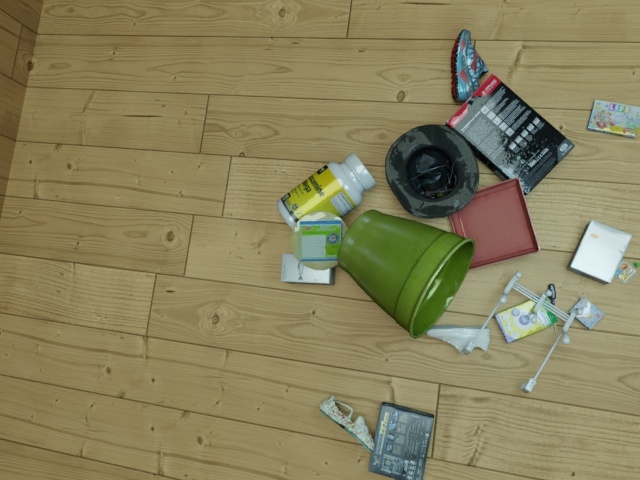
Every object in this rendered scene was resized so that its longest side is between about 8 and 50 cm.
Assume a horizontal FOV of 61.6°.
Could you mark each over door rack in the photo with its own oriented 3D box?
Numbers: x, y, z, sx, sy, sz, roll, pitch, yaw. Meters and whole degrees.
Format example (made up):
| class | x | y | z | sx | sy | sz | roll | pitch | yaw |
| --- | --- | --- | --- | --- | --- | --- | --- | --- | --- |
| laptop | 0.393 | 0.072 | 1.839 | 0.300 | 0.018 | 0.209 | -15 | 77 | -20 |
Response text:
| class | x | y | z | sx | sy | sz | roll | pitch | yaw |
| --- | --- | --- | --- | --- | --- | --- | --- | --- | --- |
| over door rack | 0.644 | 0.291 | 1.705 | 0.240 | 0.108 | 0.324 | 34 | 88 | 13 |

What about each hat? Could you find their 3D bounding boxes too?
| class | x | y | z | sx | sy | sz | roll | pitch | yaw |
| --- | --- | --- | --- | --- | --- | --- | --- | --- | --- |
| hat | 0.393 | -0.234 | 1.880 | 0.332 | 0.134 | 0.331 | -1 | 88 | 16 |

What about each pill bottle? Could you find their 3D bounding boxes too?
| class | x | y | z | sx | sy | sz | roll | pitch | yaw |
| --- | --- | --- | --- | --- | --- | --- | --- | --- | --- |
| pill bottle | 0.024 | -0.159 | 1.924 | 0.334 | 0.188 | 0.187 | -36 | 76 | 6 |

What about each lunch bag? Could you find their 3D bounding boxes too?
| class | x | y | z | sx | sy | sz | roll | pitch | yaw |
| --- | --- | --- | --- | --- | --- | --- | --- | --- | --- |
| lunch bag | 0.864 | 0.235 | 1.747 | 0.083 | 0.053 | 0.071 | 41 | 95 | 5 |

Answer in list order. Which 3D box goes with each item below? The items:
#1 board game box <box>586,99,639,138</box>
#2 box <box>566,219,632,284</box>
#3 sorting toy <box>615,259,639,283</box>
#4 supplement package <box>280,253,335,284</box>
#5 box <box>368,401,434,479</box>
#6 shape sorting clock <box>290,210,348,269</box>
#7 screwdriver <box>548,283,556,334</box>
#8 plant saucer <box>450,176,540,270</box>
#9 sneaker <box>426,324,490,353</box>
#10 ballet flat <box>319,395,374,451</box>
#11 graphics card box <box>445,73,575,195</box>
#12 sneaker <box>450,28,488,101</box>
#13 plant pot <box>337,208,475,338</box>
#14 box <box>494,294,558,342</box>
| class | x | y | z | sx | sy | sz | roll | pitch | yaw |
| --- | --- | --- | --- | --- | --- | --- | --- | --- | --- |
| board game box | 0.996 | -0.411 | 1.818 | 0.154 | 0.026 | 0.103 | 14 | 85 | 14 |
| box | 0.902 | 0.040 | 1.742 | 0.130 | 0.091 | 0.170 | 25 | 89 | 19 |
| sorting toy | 1.002 | 0.092 | 1.755 | 0.083 | 0.012 | 0.062 | -45 | 75 | 4 |
| supplement package | -0.042 | 0.105 | 1.945 | 0.180 | 0.105 | 0.105 | 1 | 83 | 13 |
| box | 0.273 | 0.685 | 1.816 | 0.184 | 0.059 | 0.232 | 10 | 85 | 14 |
| shape sorting clock | 0.000 | 0.000 | 1.851 | 0.206 | 0.040 | 0.206 | -1 | 105 | -4 |
| screwdriver | 0.778 | 0.228 | 1.784 | 0.025 | 0.024 | 0.169 | -13 | 80 | 40 |
| plant saucer | 0.583 | -0.051 | 1.817 | 0.259 | 0.048 | 0.258 | -19 | 78 | 33 |
| sneaker | 0.463 | 0.336 | 1.818 | 0.212 | 0.080 | 0.094 | 1 | 94 | 12 |
| ballet flat | 0.100 | 0.617 | 1.838 | 0.241 | 0.091 | 0.077 | 32 | 77 | 26 |
| graphics card box | 0.640 | -0.356 | 1.835 | 0.371 | 0.094 | 0.233 | 43 | 93 | 7 |
| sneaker | 0.537 | -0.625 | 1.931 | 0.125 | 0.104 | 0.261 | 1 | 89 | -1 |
| plant pot | 0.260 | 0.073 | 1.779 | 0.353 | 0.366 | 0.366 | 32 | 90 | 27 |
| box | 0.685 | 0.260 | 1.787 | 0.179 | 0.043 | 0.105 | -26 | 77 | 9 |
